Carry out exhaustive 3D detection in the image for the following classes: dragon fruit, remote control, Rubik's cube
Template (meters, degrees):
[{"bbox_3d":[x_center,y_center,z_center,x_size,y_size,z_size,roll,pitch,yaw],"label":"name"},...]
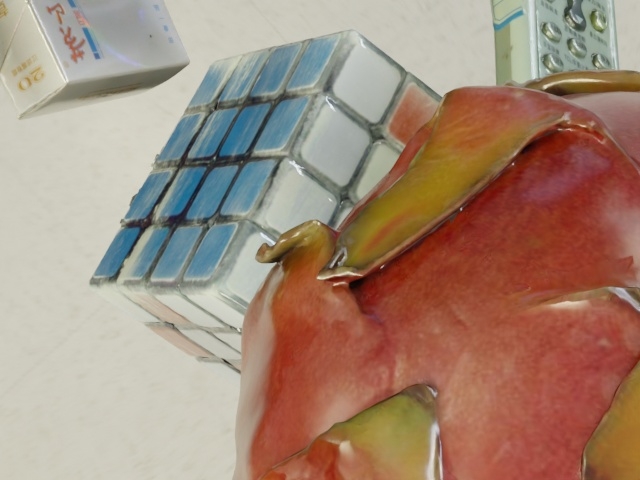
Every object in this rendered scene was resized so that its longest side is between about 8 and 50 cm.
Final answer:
[{"bbox_3d":[0.094,0.066,0.558,0.250,0.315,0.250,5,99,32],"label":"dragon fruit"},{"bbox_3d":[0.184,-0.195,1.356,0.065,0.128,0.335,-25,53,42],"label":"remote control"},{"bbox_3d":[-0.001,0.000,1.445,0.253,0.256,0.259,34,71,-26],"label":"Rubik's cube"}]

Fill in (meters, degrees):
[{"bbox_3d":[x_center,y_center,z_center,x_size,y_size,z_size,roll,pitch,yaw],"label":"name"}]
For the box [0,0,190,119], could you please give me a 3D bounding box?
[{"bbox_3d":[-0.211,-0.215,1.271,0.067,0.149,0.233,-29,86,38],"label":"box"}]
